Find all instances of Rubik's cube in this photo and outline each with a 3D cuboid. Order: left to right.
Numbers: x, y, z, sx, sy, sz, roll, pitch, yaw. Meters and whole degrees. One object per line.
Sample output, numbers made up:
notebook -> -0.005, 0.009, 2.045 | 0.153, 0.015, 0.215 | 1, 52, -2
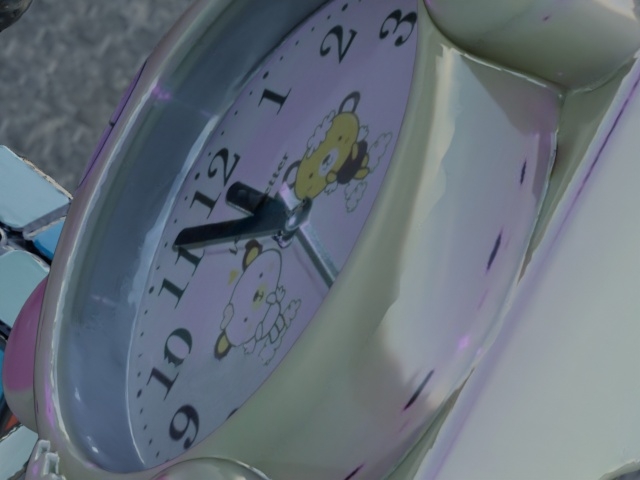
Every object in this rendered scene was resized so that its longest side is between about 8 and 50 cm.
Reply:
Rubik's cube -> -0.248, 0.063, 1.430 | 0.167, 0.180, 0.183 | 37, 32, 11

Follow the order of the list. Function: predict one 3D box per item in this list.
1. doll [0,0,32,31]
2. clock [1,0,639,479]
doll -> -0.263, -0.147, 1.076 | 0.143, 0.234, 0.135 | 36, -8, 42
clock -> 0.000, 0.000, 0.659 | 0.114, 0.284, 0.309 | 26, 1, -27
